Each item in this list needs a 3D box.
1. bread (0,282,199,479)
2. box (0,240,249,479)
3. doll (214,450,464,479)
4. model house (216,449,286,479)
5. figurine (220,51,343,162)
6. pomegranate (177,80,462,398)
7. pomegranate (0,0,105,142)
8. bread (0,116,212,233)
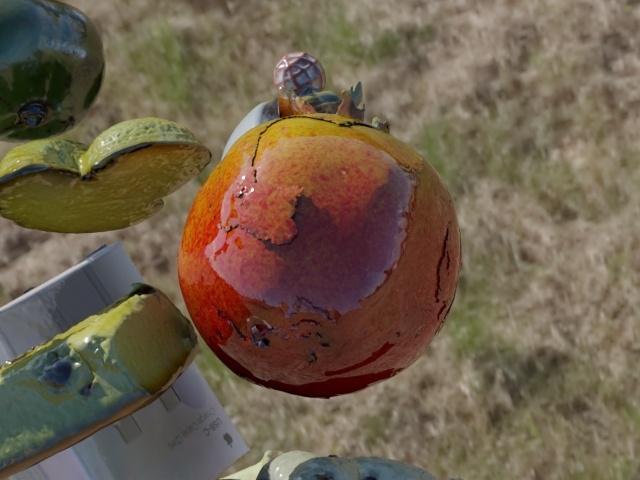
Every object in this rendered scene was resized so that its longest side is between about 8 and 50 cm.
[{"bbox_3d":[-0.257,0.144,1.093,0.361,0.077,0.138,-28,4,21],"label":"bread"},{"bbox_3d":[-0.211,0.153,1.372,0.106,0.252,0.203,-29,3,33],"label":"box"},{"bbox_3d":[-0.008,0.226,1.239,0.175,0.149,0.278,-52,27,-19],"label":"doll"},{"bbox_3d":[-0.054,0.417,1.790,0.266,0.321,0.261,-24,19,6],"label":"model house"},{"bbox_3d":[-0.004,-0.051,1.516,0.167,0.370,0.281,-19,87,10],"label":"figurine"},{"bbox_3d":[0.000,0.000,1.068,0.210,0.210,0.235,-8,58,16],"label":"pomegranate"},{"bbox_3d":[-0.276,-0.146,1.251,0.191,0.152,0.131,-3,77,49],"label":"pomegranate"},{"bbox_3d":[-0.175,-0.061,1.140,0.149,0.187,0.065,-28,70,34],"label":"bread"}]
